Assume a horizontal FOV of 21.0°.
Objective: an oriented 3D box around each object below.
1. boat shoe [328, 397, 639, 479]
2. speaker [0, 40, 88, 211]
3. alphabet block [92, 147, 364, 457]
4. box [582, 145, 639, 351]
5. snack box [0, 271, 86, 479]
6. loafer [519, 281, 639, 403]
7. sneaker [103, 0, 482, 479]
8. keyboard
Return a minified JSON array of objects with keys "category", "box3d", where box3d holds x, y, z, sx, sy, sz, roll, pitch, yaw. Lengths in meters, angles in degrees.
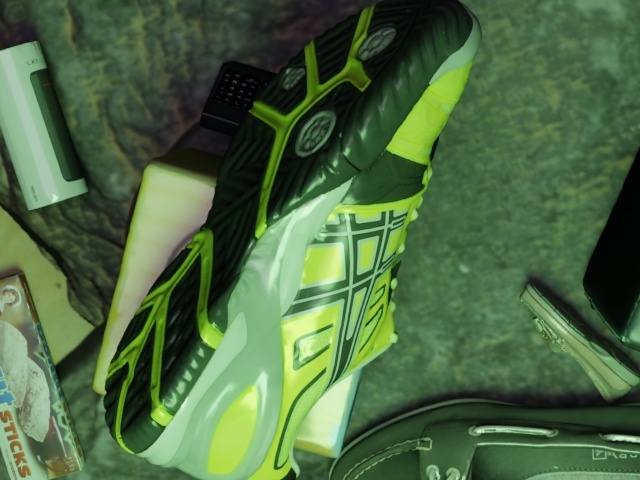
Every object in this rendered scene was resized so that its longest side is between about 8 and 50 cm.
[{"category":"boat shoe","box3d":[0.170,0.193,1.418,0.335,0.095,0.112,-6,108,5]},{"category":"speaker","box3d":[-0.241,-0.096,1.446,0.055,0.055,0.136,-17,94,6]},{"category":"alphabet block","box3d":[-0.051,0.043,1.378,0.197,0.193,0.192,14,95,3]},{"category":"box","box3d":[0.511,-0.069,1.276,0.471,0.297,0.480,22,97,0]},{"category":"snack box","box3d":[-0.259,0.121,1.486,0.064,0.022,0.178,-17,95,7]},{"category":"loafer","box3d":[0.209,0.087,1.439,0.125,0.045,0.039,40,108,-4]},{"category":"sneaker","box3d":[0.000,0.000,1.225,0.147,0.145,0.385,32,95,-30]},{"category":"keyboard","box3d":[0.000,-0.094,1.411,0.192,0.038,0.100,16,56,3]}]
